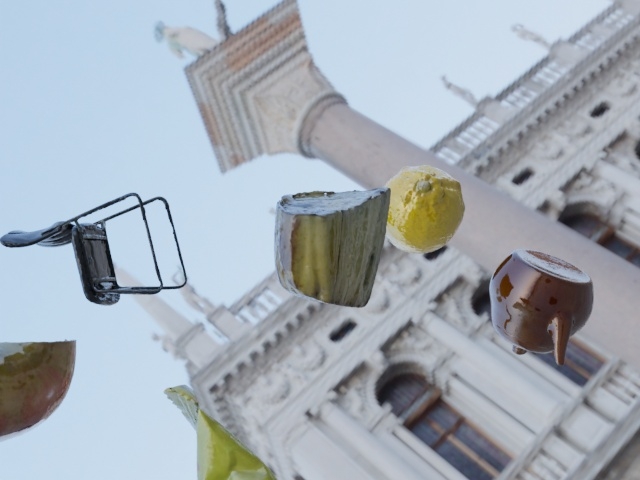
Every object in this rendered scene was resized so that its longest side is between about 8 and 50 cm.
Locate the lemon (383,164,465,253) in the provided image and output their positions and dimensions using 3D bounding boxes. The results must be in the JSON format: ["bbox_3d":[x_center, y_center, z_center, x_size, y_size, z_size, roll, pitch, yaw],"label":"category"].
[{"bbox_3d":[0.131,-0.042,1.206,0.114,0.114,0.155,-44,-11,-15],"label":"lemon"}]

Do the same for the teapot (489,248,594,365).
[{"bbox_3d":[0.230,0.073,1.000,0.116,0.173,0.116,-5,-66,-12],"label":"teapot"}]

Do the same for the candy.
[{"bbox_3d":[-0.051,0.264,0.784,0.081,0.297,0.187,-25,-31,-16],"label":"candy"}]

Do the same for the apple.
[{"bbox_3d":[-0.528,0.234,1.424,0.293,0.251,0.163,9,-105,-44],"label":"apple"}]

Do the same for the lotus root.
[{"bbox_3d":[0.002,0.004,0.989,0.159,0.095,0.135,0,-82,-54],"label":"lotus root"}]

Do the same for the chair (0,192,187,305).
[{"bbox_3d":[-0.328,0.026,1.339,0.221,0.145,0.140,-14,-2,6],"label":"chair"}]
